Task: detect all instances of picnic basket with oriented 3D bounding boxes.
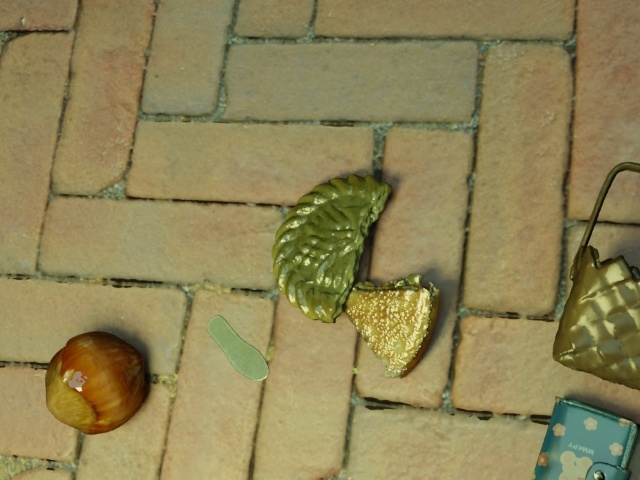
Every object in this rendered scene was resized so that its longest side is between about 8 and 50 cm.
[{"bbox_3d":[0.492,0.068,1.392,0.254,0.291,0.321,22,93,19],"label":"picnic basket"}]

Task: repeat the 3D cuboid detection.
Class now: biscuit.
[{"bbox_3d":[0.000,0.000,1.664,0.187,0.036,0.274,12,75,32],"label":"biscuit"}]

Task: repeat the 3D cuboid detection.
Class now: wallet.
[{"bbox_3d":[0.403,0.354,1.472,0.141,0.059,0.202,17,82,17],"label":"wallet"}]

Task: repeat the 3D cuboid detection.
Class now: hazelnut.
[{"bbox_3d":[-0.393,0.244,1.667,0.182,0.182,0.182,-4,76,15],"label":"hazelnut"}]

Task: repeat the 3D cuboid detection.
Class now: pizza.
[{"bbox_3d":[0.106,0.124,1.616,0.195,0.052,0.185,29,103,27],"label":"pizza"}]

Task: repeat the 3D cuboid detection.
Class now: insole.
[{"bbox_3d":[-0.148,0.192,1.695,0.053,0.002,0.153,-44,70,2],"label":"insole"}]
